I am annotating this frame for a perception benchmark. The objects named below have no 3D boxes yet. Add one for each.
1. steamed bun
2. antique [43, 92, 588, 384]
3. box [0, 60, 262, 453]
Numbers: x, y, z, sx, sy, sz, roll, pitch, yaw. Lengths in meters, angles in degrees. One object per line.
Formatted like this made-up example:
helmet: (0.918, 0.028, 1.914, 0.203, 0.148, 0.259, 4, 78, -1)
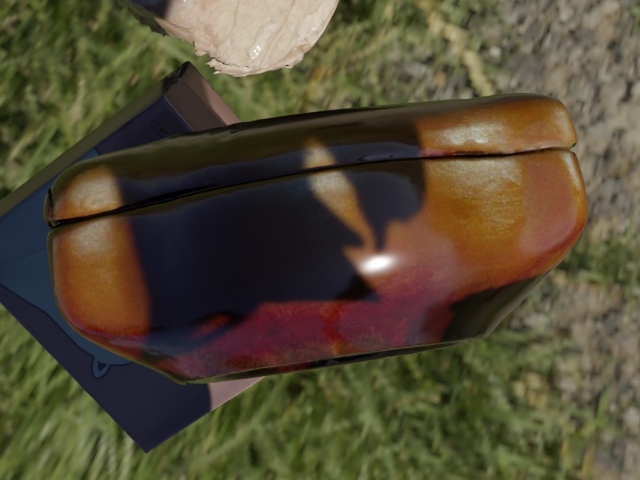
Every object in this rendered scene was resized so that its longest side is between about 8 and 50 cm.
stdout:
steamed bun: (-0.088, -0.275, 1.530, 0.199, 0.301, 0.251, 27, 95, 21)
antique: (0.000, 0.000, 0.992, 0.278, 0.223, 0.129, -8, 84, -4)
box: (-0.110, 0.011, 1.374, 0.215, 0.086, 0.215, -34, 108, 23)
